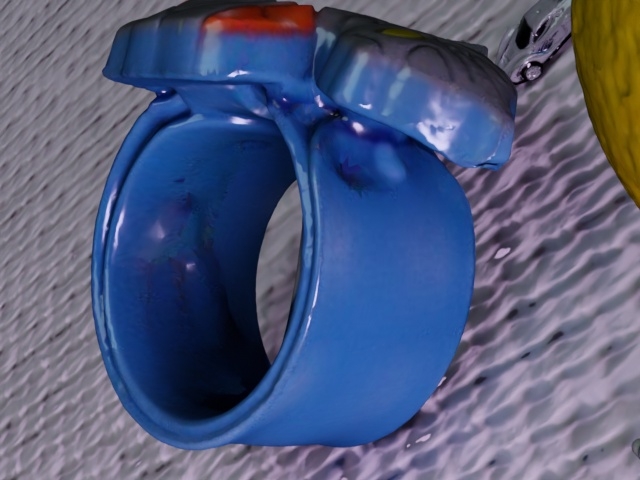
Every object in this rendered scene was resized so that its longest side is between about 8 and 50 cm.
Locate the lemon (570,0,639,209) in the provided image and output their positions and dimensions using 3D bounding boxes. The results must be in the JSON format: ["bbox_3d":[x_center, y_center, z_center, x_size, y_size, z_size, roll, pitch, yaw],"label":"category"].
[{"bbox_3d":[0.230,-0.080,0.549,0.267,0.267,0.267,-31,45,36],"label":"lemon"}]

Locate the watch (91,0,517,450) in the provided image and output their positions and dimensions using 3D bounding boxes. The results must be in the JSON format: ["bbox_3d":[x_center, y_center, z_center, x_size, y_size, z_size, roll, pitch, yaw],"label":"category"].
[{"bbox_3d":[0.000,0.000,0.842,0.305,0.241,0.275,14,94,52],"label":"watch"}]

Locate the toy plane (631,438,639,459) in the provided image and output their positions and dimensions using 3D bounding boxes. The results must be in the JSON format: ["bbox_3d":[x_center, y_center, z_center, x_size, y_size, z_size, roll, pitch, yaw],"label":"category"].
[{"bbox_3d":[0.205,0.123,0.580,0.262,0.088,0.192,22,86,55],"label":"toy plane"}]

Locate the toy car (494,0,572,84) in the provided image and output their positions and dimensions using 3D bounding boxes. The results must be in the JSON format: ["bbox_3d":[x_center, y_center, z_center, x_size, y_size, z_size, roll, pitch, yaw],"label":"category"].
[{"bbox_3d":[0.146,-0.139,0.891,0.093,0.025,0.041,-45,37,21],"label":"toy car"}]
